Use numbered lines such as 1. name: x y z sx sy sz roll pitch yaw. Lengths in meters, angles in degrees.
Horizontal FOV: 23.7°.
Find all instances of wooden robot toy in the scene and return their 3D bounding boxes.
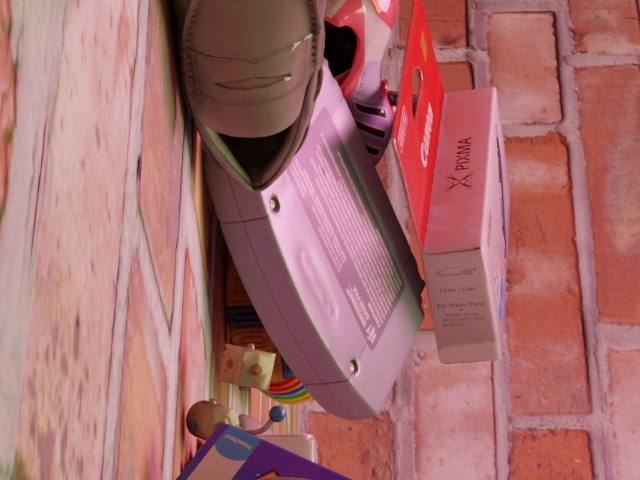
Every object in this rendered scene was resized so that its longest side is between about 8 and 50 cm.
1. wooden robot toy: -0.075 0.158 1.101 0.079 0.076 0.173 9 -78 55

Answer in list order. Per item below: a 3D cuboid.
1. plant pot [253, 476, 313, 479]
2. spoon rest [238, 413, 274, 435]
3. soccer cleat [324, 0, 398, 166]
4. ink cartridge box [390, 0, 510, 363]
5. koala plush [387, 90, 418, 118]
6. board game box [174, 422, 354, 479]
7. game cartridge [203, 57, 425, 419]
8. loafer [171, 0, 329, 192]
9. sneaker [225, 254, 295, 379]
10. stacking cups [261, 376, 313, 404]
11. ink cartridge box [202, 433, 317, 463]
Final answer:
1. plant pot: 0.009 0.280 0.719 0.191 0.284 0.284 -49 155 -31
2. spoon rest: -0.058 0.289 1.490 0.276 0.084 0.137 -109 -166 -47
3. soccer cleat: 0.021 -0.146 1.402 0.095 0.083 0.248 -44 155 -34
4. ink cartridge box: 0.136 -0.070 1.501 0.296 0.066 0.261 -78 158 -53
5. koala plush: -0.003 -0.063 1.655 0.196 0.203 0.221 -2 104 -55
6. board game box: 0.051 0.282 0.947 0.078 0.233 0.347 -50 143 -29
7. game cartridge: 0.000 0.000 1.326 0.198 0.062 0.297 -56 131 -44
8. loafer: -0.043 -0.127 1.044 0.319 0.112 0.111 88 -7 -72
9. sneaker: -0.034 -0.017 1.469 0.131 0.112 0.296 -42 133 -89
10. stacking cups: -0.041 0.132 1.636 0.316 0.096 0.096 60 29 -84
11. ink cartridge box: -0.046 0.264 1.215 0.154 0.093 0.212 86 5 -79
